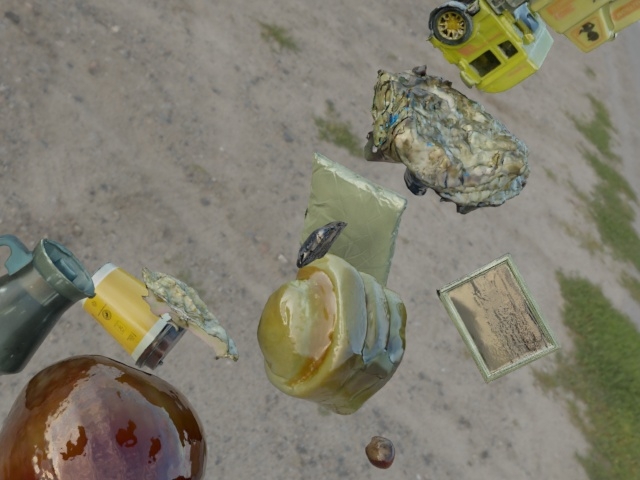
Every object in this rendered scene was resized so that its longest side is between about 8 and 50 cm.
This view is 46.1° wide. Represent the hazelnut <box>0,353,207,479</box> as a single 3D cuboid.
[{"bbox_3d":[-0.381,0.377,1.274,0.359,0.409,0.359,22,51,-31],"label":"hazelnut"}]

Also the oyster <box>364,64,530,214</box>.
[{"bbox_3d":[0.132,-0.117,0.803,0.198,0.092,0.260,42,40,19],"label":"oyster"}]

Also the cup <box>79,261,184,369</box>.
[{"bbox_3d":[-0.480,0.191,1.945,0.280,0.196,0.196,39,34,2],"label":"cup"}]

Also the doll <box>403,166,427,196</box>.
[{"bbox_3d":[0.109,-0.069,0.834,0.037,0.027,0.125,54,1,4],"label":"doll"}]

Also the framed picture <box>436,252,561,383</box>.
[{"bbox_3d":[0.413,0.183,1.753,0.252,0.197,0.014,62,16,4],"label":"framed picture"}]

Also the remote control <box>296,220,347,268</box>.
[{"bbox_3d":[0.000,0.000,0.596,0.014,0.039,0.096,38,11,5],"label":"remote control"}]

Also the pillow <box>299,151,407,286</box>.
[{"bbox_3d":[0.074,-0.042,1.820,0.274,0.280,0.076,31,39,28],"label":"pillow"}]

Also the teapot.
[{"bbox_3d":[-0.535,0.104,1.324,0.203,0.225,0.171,50,-1,-23],"label":"teapot"}]

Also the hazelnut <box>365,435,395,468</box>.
[{"bbox_3d":[0.155,0.543,1.926,0.086,0.086,0.086,28,39,-26],"label":"hazelnut"}]

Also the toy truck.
[{"bbox_3d":[0.263,-0.273,0.843,0.157,0.272,0.124,48,44,-11],"label":"toy truck"}]

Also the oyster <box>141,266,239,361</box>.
[{"bbox_3d":[-0.217,0.129,1.295,0.209,0.133,0.072,31,68,12],"label":"oyster"}]

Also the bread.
[{"bbox_3d":[0.034,0.192,1.519,0.210,0.300,0.341,20,-13,36],"label":"bread"}]
